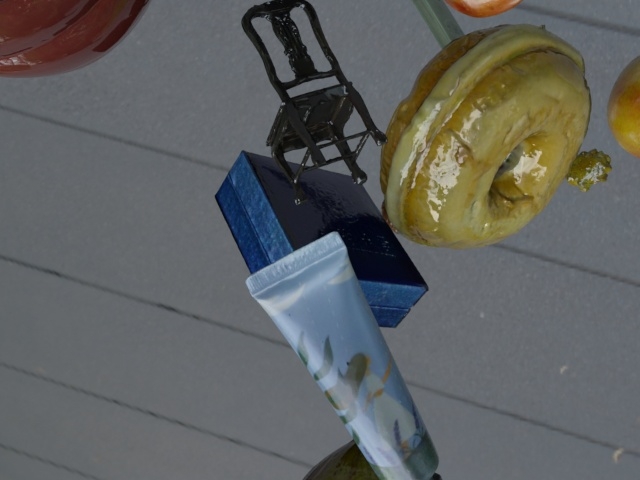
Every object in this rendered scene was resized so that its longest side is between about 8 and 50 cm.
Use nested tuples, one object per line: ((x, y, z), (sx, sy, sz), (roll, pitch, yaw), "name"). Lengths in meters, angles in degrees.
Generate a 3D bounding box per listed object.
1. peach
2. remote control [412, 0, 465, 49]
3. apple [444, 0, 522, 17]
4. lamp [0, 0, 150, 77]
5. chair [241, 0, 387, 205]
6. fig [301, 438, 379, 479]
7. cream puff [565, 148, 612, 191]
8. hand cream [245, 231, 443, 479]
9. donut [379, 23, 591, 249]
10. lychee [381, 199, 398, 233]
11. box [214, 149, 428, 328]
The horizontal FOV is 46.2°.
((0.818, -0.310, 1.719), (0.307, 0.332, 0.308), (8, 114, 18), "peach")
((0.261, -0.381, 1.464), (0.090, 0.310, 0.038), (6, 142, -46), "remote control")
((0.209, -0.373, 0.956), (0.163, 0.139, 0.163), (11, 135, 11), "apple")
((-0.244, -0.242, 0.495), (0.303, 0.303, 0.257), (40, 88, -13), "lamp")
((-0.021, -0.179, 0.951), (0.229, 0.106, 0.113), (63, 155, 16), "chair")
((0.069, 0.334, 1.025), (0.216, 0.321, 0.217), (14, 164, 4), "fig")
((0.508, -0.133, 1.420), (0.083, 0.058, 0.083), (30, 105, 38), "cream puff")
((0.035, 0.127, 0.673), (0.091, 0.058, 0.271), (-27, 107, 4), "hand cream")
((0.283, -0.167, 1.274), (0.198, 0.448, 0.449), (44, 141, 33), "donut")
((0.184, -0.061, 1.570), (0.114, 0.114, 0.146), (-6, 156, 25), "lychee")
((0.000, 0.000, 1.221), (0.261, 0.279, 0.116), (10, 129, -40), "box")
